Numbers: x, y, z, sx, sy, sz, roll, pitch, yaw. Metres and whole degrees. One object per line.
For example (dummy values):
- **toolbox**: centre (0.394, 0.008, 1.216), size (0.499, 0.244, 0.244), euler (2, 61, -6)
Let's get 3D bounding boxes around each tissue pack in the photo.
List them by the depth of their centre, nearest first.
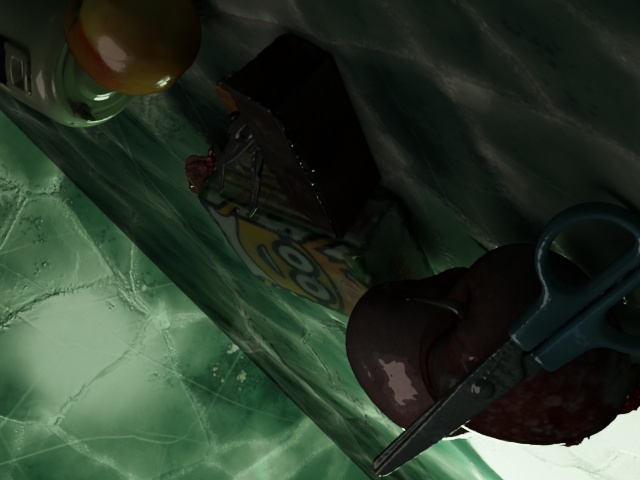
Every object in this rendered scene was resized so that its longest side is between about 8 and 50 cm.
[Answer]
- **tissue pack**: centre (0.000, 0.000, 2.078), size (0.311, 0.128, 0.228), euler (22, 157, 37)

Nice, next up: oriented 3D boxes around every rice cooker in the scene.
- **rice cooker**: centre (-0.383, -0.292, 2.067), size (0.244, 0.226, 0.226), euler (34, 165, 35)

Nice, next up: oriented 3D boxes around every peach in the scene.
- **peach**: centre (-0.239, -0.273, 1.848), size (0.184, 0.184, 0.184), euler (38, 166, 11)

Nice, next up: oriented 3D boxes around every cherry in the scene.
- **cherry**: centre (0.232, 0.120, 1.692), size (0.285, 0.213, 0.236), euler (26, 139, -5)
- **cherry**: centre (0.153, 0.157, 1.893), size (0.239, 0.239, 0.206), euler (37, -174, 13)

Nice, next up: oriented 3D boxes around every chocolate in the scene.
- **chocolate**: centre (-0.013, -0.132, 1.807), size (0.112, 0.112, 0.321), euler (34, 166, 30)

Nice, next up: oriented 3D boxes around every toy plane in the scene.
- **toy plane**: centre (-0.092, -0.150, 1.926), size (0.226, 0.058, 0.226), euler (129, 137, -53)

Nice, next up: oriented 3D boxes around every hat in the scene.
- **hat**: centre (-0.131, -0.076, 2.287), size (0.236, 0.107, 0.286), euler (21, 168, 11)

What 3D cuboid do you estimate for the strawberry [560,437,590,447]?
- **strawberry**: centre (0.299, 0.211, 1.976), size (0.188, 0.082, 0.121), euler (64, -176, -6)

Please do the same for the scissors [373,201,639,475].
- **scissors**: centre (0.207, 0.137, 1.566), size (0.192, 0.447, 0.029), euler (41, -151, -11)

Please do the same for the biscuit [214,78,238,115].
- **biscuit**: centre (-0.086, -0.163, 2.073), size (0.133, 0.027, 0.184), euler (27, 161, 39)

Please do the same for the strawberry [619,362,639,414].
- **strawberry**: centre (0.356, 0.179, 1.883), size (0.146, 0.082, 0.187), euler (45, 172, 10)
